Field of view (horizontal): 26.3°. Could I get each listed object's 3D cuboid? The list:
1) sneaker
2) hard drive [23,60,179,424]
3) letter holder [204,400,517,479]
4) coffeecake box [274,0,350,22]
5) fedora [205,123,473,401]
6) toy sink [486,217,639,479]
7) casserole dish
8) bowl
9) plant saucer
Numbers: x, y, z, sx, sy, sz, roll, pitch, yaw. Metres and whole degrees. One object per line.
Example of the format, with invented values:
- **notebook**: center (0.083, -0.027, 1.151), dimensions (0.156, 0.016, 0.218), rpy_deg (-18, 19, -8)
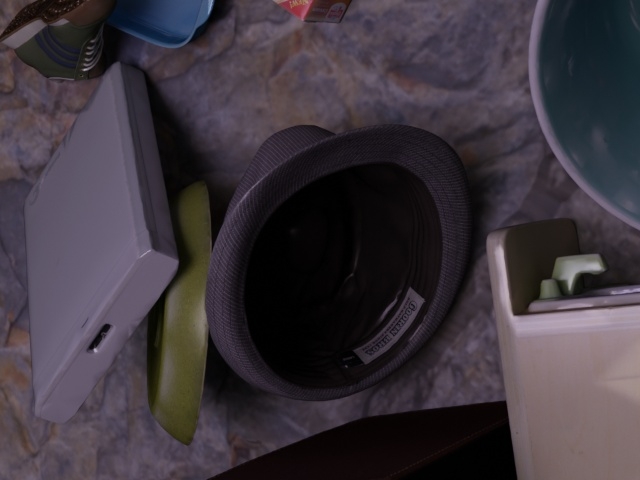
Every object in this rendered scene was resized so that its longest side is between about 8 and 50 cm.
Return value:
- **sneaker**: center (-0.232, -0.197, 1.325), dimensions (0.086, 0.064, 0.192), rpy_deg (45, 151, -26)
- **hard drive**: center (-0.211, -0.007, 1.269), dimensions (0.203, 0.040, 0.307), rpy_deg (-52, 32, 24)
- **letter holder**: center (0.047, 0.233, 1.090), dimensions (0.214, 0.302, 0.152), rpy_deg (-9, 91, 32)
- **coffeecake box**: center (-0.010, -0.306, 1.204), dimensions (0.142, 0.068, 0.185), rpy_deg (37, 113, 22)
- **fedora**: center (0.000, 0.000, 1.159), dimensions (0.124, 0.244, 0.275), rpy_deg (49, 156, 49)
- **toy sink**: center (0.230, 0.095, 1.054), dimensions (0.131, 0.153, 0.234), rpy_deg (-8, 90, 31)
- **casserole dish**: center (-0.167, -0.256, 1.323), dimensions (0.188, 0.037, 0.114), rpy_deg (26, 108, 26)
- **bowl**: center (0.302, -0.157, 0.937), dimensions (0.312, 0.163, 0.311), rpy_deg (6, 125, 8)
- **plant saucer**: center (-0.131, 0.063, 1.237), dimensions (0.037, 0.241, 0.240), rpy_deg (4, 100, -12)
